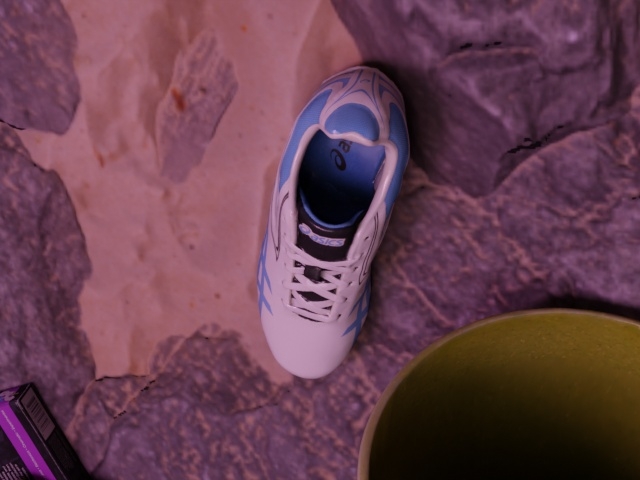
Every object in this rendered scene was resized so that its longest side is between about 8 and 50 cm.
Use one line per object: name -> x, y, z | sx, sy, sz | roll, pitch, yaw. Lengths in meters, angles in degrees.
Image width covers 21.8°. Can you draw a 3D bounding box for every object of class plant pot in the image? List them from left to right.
plant pot -> 0.146, 0.241, 1.084 | 0.275, 0.274, 0.293 | 18, 139, 9

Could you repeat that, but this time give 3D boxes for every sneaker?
sneaker -> 0.000, 0.000, 1.078 | 0.085, 0.086, 0.237 | 17, 125, 8

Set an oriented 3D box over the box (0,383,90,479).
box -> -0.269, 0.182, 1.317 | 0.162, 0.029, 0.116 | -16, 114, 26
